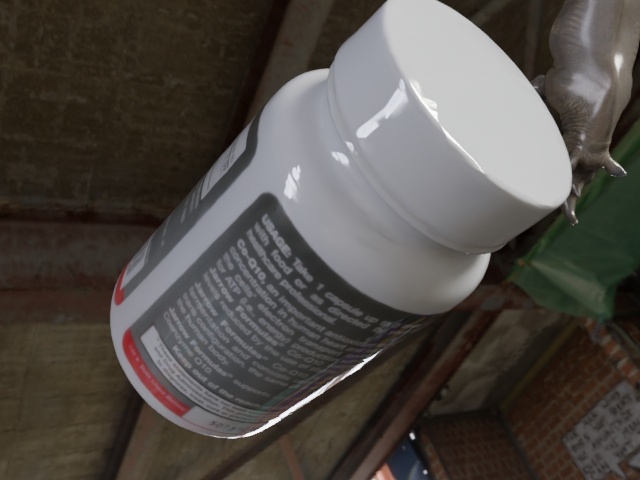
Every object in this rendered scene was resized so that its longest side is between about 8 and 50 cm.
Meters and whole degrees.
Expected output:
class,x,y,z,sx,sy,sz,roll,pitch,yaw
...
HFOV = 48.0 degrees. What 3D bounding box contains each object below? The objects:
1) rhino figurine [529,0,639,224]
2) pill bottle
class,x,y,z,sx,sy,sz,roll,pitch,yaw
rhino figurine,0.226,-0.134,0.616,0.073,0.243,0.106,9,-5,-10
pill bottle,0.000,0.000,0.448,0.161,0.161,0.283,13,-39,-38
